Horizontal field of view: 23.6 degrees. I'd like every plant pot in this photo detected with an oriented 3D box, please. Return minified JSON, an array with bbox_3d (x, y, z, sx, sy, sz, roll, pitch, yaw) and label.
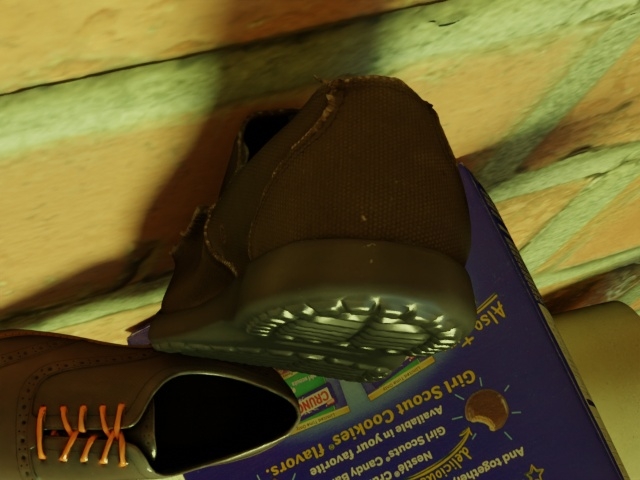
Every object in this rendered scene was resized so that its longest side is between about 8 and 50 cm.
[{"bbox_3d":[0.177,0.196,1.533,0.274,0.256,0.256,-3,159,-10],"label":"plant pot"}]

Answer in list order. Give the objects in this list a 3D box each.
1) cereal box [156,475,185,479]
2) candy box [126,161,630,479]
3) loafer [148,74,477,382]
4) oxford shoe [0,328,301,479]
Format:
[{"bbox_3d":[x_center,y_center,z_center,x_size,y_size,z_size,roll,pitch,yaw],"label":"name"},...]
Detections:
[{"bbox_3d":[-0.087,0.191,1.262,0.240,0.047,0.173,-12,144,4],"label":"cereal box"},{"bbox_3d":[0.056,0.153,1.030,0.268,0.317,0.122,-27,163,11],"label":"candy box"},{"bbox_3d":[0.000,0.000,0.810,0.134,0.130,0.366,10,170,-16],"label":"loafer"},{"bbox_3d":[-0.143,0.101,0.909,0.271,0.097,0.098,-6,-175,-22],"label":"oxford shoe"}]
